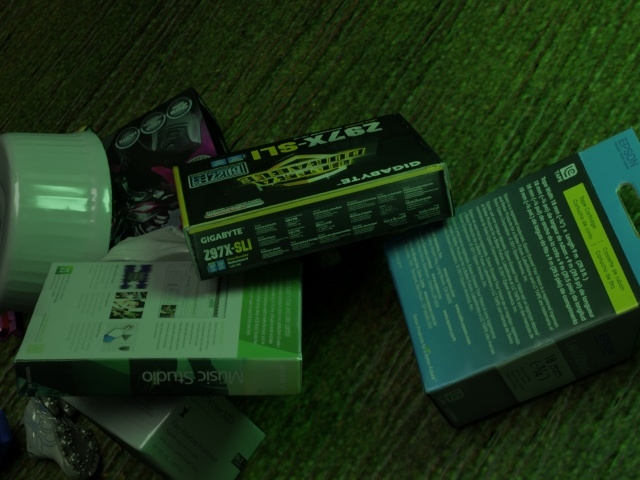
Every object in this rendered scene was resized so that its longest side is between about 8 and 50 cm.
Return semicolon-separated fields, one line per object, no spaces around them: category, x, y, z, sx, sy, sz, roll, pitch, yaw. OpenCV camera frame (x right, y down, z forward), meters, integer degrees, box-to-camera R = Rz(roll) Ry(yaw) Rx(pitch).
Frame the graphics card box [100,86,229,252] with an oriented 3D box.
graphics card box;-0.221;-0.034;1.797;0.232;0.094;0.371;-29;47;8

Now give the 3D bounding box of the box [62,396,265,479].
box;-0.198;0.215;1.540;0.182;0.181;0.119;24;71;39

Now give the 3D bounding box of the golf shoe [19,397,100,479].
golf shoe;-0.358;0.277;1.682;0.086;0.069;0.176;-53;43;14

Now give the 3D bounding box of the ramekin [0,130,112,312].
ramekin;-0.403;-0.025;1.764;0.277;0.135;0.277;-16;72;61

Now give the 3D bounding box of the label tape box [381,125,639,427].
label tape box;0.262;0.044;1.454;0.333;0.106;0.241;-24;48;13

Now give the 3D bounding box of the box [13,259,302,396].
box;-0.181;0.101;1.476;0.322;0.058;0.232;-1;28;1

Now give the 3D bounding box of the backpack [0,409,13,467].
backpack;-0.487;0.290;1.710;0.120;0.101;0.098;-56;36;28

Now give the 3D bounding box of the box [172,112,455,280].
box;-0.018;-0.064;1.575;0.322;0.079;0.257;-14;20;-4

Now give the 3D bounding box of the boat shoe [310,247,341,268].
boat shoe;0.000;0.000;1.690;0.035;0.035;0.100;-16;41;-17

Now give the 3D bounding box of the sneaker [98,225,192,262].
sneaker;-0.188;0.016;1.639;0.212;0.080;0.094;2;38;22

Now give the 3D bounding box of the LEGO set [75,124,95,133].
LEGO set;-0.481;-0.114;1.998;0.244;0.060;0.182;-25;32;9

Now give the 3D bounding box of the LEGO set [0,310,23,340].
LEGO set;-0.533;0.062;1.910;0.093;0.087;0.227;-29;47;8
